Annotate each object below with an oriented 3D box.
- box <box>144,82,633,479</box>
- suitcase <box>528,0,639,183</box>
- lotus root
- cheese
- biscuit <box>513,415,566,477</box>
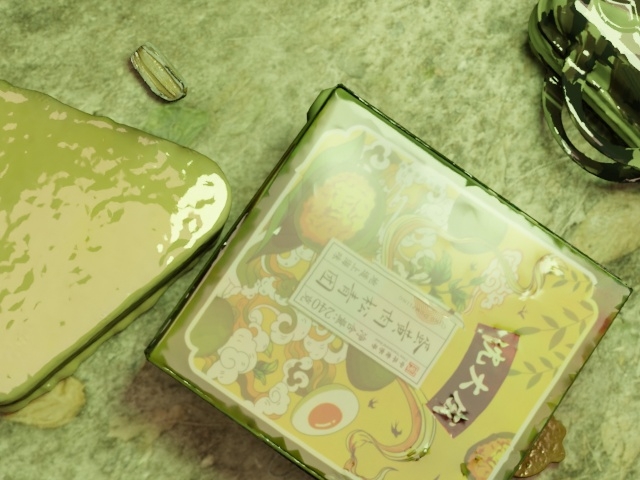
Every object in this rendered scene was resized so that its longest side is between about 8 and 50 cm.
[{"bbox_3d":[0.073,0.092,1.249,0.420,0.138,0.373,35,83,2],"label":"box"},{"bbox_3d":[0.431,-0.226,1.396,0.351,0.194,0.339,45,80,2],"label":"suitcase"},{"bbox_3d":[-0.195,-0.202,1.351,0.037,0.030,0.083,-42,85,15],"label":"lotus root"},{"bbox_3d":[-0.323,0.019,1.240,0.384,0.104,0.384,2,78,-10],"label":"cheese"},{"bbox_3d":[0.204,0.242,1.333,0.184,0.027,0.133,-29,84,-17],"label":"biscuit"}]
